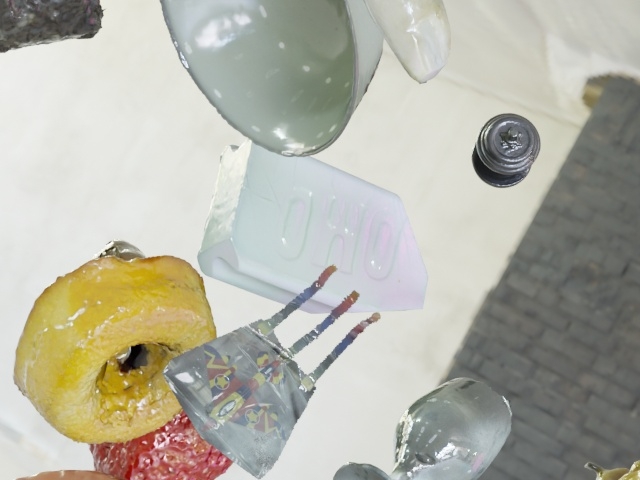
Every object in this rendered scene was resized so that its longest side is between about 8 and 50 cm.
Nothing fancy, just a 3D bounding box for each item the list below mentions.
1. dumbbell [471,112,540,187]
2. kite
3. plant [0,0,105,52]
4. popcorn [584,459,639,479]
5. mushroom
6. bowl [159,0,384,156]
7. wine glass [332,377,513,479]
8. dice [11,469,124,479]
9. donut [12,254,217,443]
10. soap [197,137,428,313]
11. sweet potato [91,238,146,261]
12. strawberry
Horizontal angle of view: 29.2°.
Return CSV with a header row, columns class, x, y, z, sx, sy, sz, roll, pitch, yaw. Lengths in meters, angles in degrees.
class,x,y,z,sx,sy,sz,roll,pitch,yaw
dumbbell,0.287,-0.139,1.906,0.099,0.099,0.208,29,-9,6
kite,-0.038,0.117,1.210,0.141,0.245,0.015,50,-35,0
plant,-0.377,-0.414,1.770,0.213,0.312,0.215,47,-27,31
popcorn,0.493,0.434,1.827,0.281,0.315,0.297,49,-11,27
mushroom,0.042,-0.228,1.012,0.084,0.071,0.209,-26,79,-51
bowl,-0.025,-0.275,1.371,0.337,0.157,0.337,34,-40,35
wine glass,0.128,0.263,1.490,0.126,0.126,0.241,27,37,28
dice,-0.243,0.336,1.177,0.179,0.175,0.174,-8,-59,18
donut,-0.231,0.124,1.407,0.253,0.253,0.118,34,11,-48
soap,0.000,0.000,1.848,0.347,0.208,0.115,22,-20,-28
sweet potato,-0.327,0.065,1.963,0.098,0.124,0.310,6,-29,-13
strawberry,-0.225,0.263,1.749,0.257,0.277,0.257,27,-30,17
